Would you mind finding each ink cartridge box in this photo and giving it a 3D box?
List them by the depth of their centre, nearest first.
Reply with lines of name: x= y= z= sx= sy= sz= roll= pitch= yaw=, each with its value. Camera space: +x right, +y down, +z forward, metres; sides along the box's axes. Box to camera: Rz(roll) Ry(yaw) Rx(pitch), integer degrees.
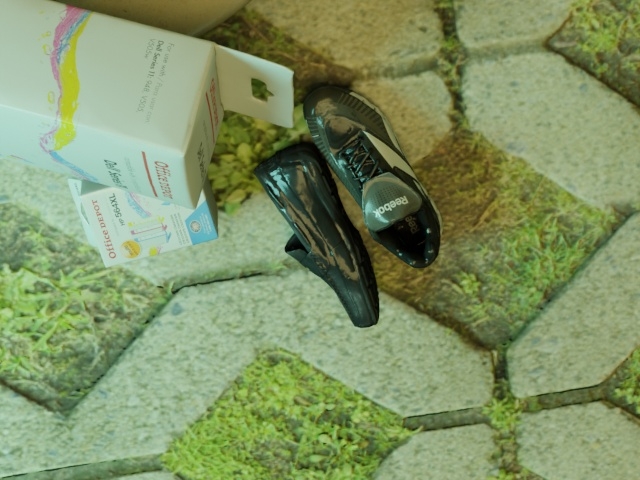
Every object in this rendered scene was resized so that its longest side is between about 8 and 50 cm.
ink cartridge box: x=-0.208 y=-0.131 z=1.673 sx=0.353 sy=0.207 sz=0.119 roll=15 pitch=77 yaw=3
ink cartridge box: x=-0.188 y=-0.039 z=1.828 sx=0.143 sy=0.090 sz=0.092 roll=-16 pitch=115 yaw=3

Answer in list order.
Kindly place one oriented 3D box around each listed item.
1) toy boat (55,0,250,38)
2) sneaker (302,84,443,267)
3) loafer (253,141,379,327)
toy boat: x=-0.179 y=-0.343 z=1.673 sx=0.267 sy=0.148 sz=0.318 roll=-32 pitch=121 yaw=16
sneaker: x=0.063 y=-0.062 z=1.827 sx=0.078 sy=0.106 sz=0.234 roll=-31 pitch=113 yaw=9
loafer: x=0.000 y=0.000 z=1.873 sx=0.078 sy=0.076 sz=0.223 roll=-21 pitch=110 yaw=12
